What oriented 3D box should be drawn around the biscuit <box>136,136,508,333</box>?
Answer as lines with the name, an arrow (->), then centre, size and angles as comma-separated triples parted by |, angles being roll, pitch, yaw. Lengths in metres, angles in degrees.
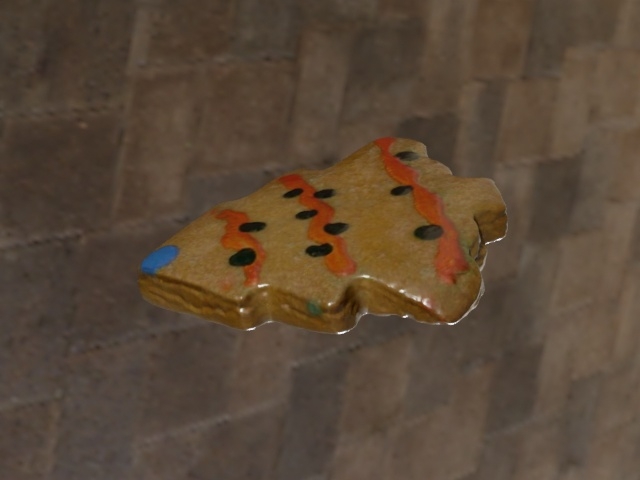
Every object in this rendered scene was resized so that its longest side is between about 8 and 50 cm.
biscuit -> 0.000, 0.000, 0.621 | 0.119, 0.130, 0.019 | -111, -171, -60
